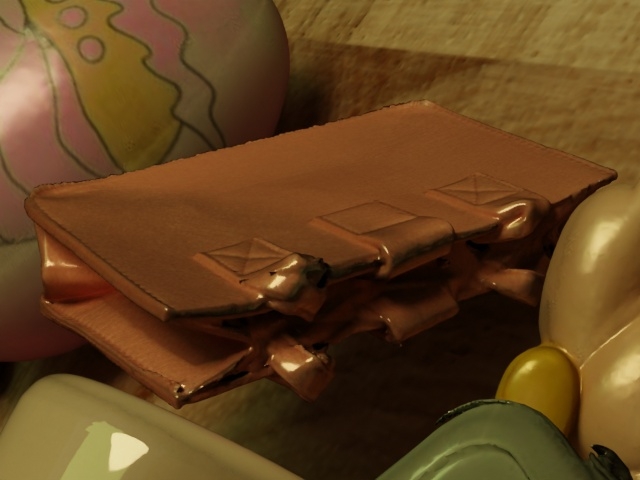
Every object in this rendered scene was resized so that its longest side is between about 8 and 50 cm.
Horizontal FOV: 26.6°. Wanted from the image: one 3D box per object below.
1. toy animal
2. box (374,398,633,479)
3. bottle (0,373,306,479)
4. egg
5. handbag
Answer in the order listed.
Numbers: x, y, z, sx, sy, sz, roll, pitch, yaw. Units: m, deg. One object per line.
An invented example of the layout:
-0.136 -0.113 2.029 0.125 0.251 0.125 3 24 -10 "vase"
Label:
0.116 0.041 0.480 0.082 0.091 0.114 18 78 25 "toy animal"
0.027 0.182 0.359 0.243 0.135 0.163 -42 31 7 "box"
-0.092 0.181 0.495 0.147 0.147 0.236 9 68 52 "bottle"
-0.137 -0.053 0.752 0.271 0.196 0.196 -37 33 9 "egg"
0.000 0.000 0.561 0.212 0.059 0.157 -16 24 -30 "handbag"
